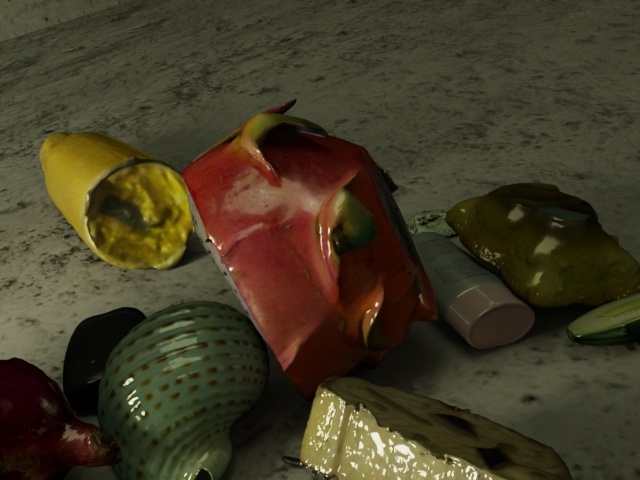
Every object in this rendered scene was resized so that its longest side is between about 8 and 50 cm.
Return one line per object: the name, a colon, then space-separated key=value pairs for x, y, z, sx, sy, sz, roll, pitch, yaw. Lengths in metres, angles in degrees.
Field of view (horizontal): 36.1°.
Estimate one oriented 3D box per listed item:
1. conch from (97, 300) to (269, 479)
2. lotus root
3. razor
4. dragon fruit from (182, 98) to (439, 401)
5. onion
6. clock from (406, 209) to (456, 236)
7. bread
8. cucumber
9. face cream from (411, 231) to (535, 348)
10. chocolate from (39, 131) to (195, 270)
conch: x=-0.133 y=0.134 z=0.938 sx=0.172 sy=0.131 sz=0.200 roll=-10 pitch=25 yaw=-3
lotus root: x=0.103 y=0.177 z=0.765 sx=0.261 sy=0.074 sz=0.170 roll=16 pitch=4 yaw=38
razor: x=-0.235 y=0.127 z=1.075 sx=0.090 sy=0.054 sz=0.148 roll=-17 pitch=25 yaw=2
dragon fruit: x=0.000 y=0.000 z=0.980 sx=0.189 sy=0.290 sz=0.290 roll=-30 pitch=26 yaw=5
onion: x=-0.275 y=0.168 z=0.878 sx=0.198 sy=0.135 sz=0.173 roll=-13 pitch=6 yaw=10
clock: x=0.155 y=-0.022 z=1.291 sx=0.083 sy=0.010 sz=0.074 roll=14 pitch=34 yaw=39
bread: x=0.249 y=-0.005 z=1.103 sx=0.161 sy=0.088 sz=0.233 roll=5 pitch=20 yaw=-26
cucumber: x=0.302 y=0.086 z=0.990 sx=0.107 sy=0.035 sz=0.067 roll=-19 pitch=16 yaw=-1
face cream: x=0.154 y=0.052 z=1.089 sx=0.084 sy=0.057 sz=0.198 roll=-13 pitch=28 yaw=-14
chocolate: x=-0.318 y=-0.083 z=1.453 sx=0.162 sy=0.162 sz=0.445 roll=-20 pitch=23 yaw=-21
